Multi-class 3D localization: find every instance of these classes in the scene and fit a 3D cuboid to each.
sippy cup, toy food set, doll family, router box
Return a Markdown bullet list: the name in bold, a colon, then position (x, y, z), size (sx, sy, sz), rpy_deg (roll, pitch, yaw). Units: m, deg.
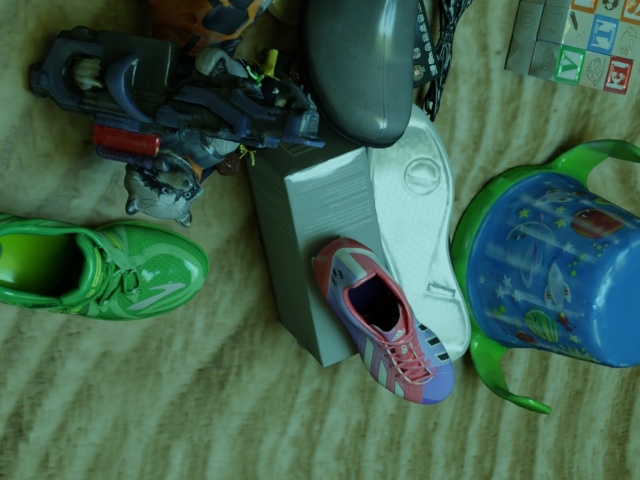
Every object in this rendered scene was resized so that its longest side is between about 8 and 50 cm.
- **sippy cup**: position (0.311, 0.044, 1.716), size (0.240, 0.224, 0.306), rpy_deg (-15, 113, -30)
- **toy food set**: position (-0.025, -0.268, 1.501), size (0.082, 0.020, 0.083), rpy_deg (29, 94, -24)
- **doll family**: position (-0.079, -0.129, 1.462), size (0.076, 0.111, 0.193), rpy_deg (25, 90, -37)
- **router box**: position (0.072, -0.218, 1.550), size (0.092, 0.038, 0.122), rpy_deg (-26, 115, -19)

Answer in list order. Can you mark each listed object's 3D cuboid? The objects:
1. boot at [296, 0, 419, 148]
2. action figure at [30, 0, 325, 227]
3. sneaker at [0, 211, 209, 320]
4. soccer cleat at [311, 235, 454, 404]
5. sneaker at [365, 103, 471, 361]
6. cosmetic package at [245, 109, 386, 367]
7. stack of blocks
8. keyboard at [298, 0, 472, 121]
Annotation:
- **boot**: position (0.069, -0.275, 1.384), size (0.118, 0.222, 0.338), rpy_deg (-1, 78, -25)
- **action figure**: position (-0.085, -0.164, 1.337), size (0.178, 0.341, 0.330), rpy_deg (21, 92, -56)
- **sneaker**: position (-0.233, 0.034, 1.398), size (0.295, 0.123, 0.110), rpy_deg (6, 100, -37)
- **soccer cleat**: position (0.074, 0.097, 1.480), size (0.083, 0.095, 0.248), rpy_deg (-37, 122, -4)
- **sneaker**: position (0.089, -0.015, 1.606), size (0.104, 0.147, 0.296), rpy_deg (-15, 104, -11)
- **cosmetic package**: position (0.000, 0.000, 1.531), size (0.107, 0.127, 0.238), rpy_deg (-23, 122, -16)
- **stack of blocks**: position (0.307, -0.332, 1.682), size (0.171, 0.087, 0.297), rpy_deg (5, 101, -36)
- **keyboard**: position (0.070, -0.212, 1.591), size (0.201, 0.033, 0.317), rpy_deg (6, 102, -29)
